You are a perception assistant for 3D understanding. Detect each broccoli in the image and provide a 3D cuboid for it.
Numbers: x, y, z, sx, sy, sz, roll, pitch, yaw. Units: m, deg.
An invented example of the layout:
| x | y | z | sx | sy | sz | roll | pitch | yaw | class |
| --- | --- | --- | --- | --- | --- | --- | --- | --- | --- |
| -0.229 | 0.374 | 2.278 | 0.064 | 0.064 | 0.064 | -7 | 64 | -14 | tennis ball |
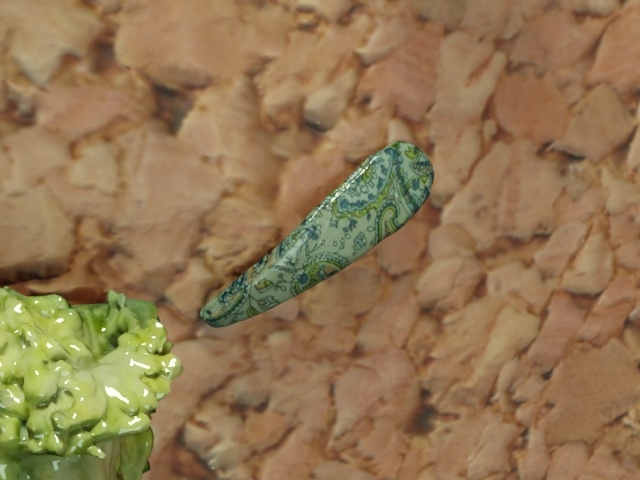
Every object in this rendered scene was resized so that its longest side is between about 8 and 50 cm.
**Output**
| x | y | z | sx | sy | sz | roll | pitch | yaw | class |
| --- | --- | --- | --- | --- | --- | --- | --- | --- | --- |
| -0.195 | 0.203 | 0.746 | 0.348 | 0.281 | 0.293 | -46 | 127 | 6 | broccoli |

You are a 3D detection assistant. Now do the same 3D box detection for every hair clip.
| x | y | z | sx | sy | sz | roll | pitch | yaw | class |
| --- | --- | --- | --- | --- | --- | --- | --- | --- | --- |
| 0.001 | 0.001 | 0.900 | 0.229 | 0.036 | 0.066 | -37 | 121 | -7 | hair clip |
